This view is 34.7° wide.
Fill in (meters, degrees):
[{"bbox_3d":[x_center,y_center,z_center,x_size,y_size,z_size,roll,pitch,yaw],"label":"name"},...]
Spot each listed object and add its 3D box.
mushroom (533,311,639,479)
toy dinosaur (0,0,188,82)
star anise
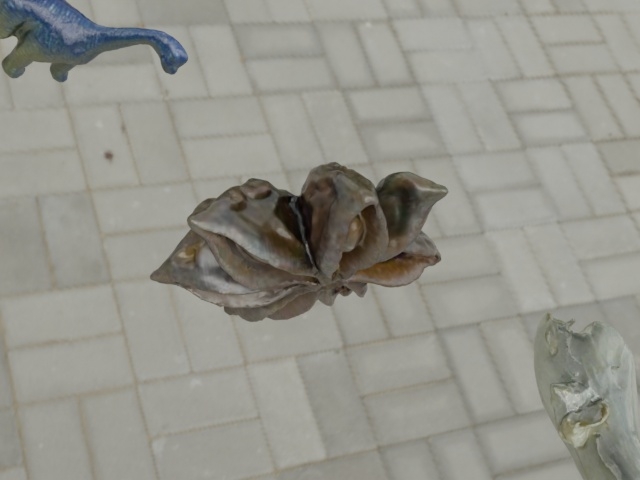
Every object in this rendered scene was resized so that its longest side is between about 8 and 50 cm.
[{"bbox_3d":[0.268,0.178,0.932,0.096,0.099,0.278,-26,50,10],"label":"mushroom"},{"bbox_3d":[-0.256,-0.232,0.970,0.248,0.188,0.075,55,42,-15],"label":"toy dinosaur"},{"bbox_3d":[-0.015,0.005,0.675,0.196,0.212,0.073,-12,73,1],"label":"star anise"}]
